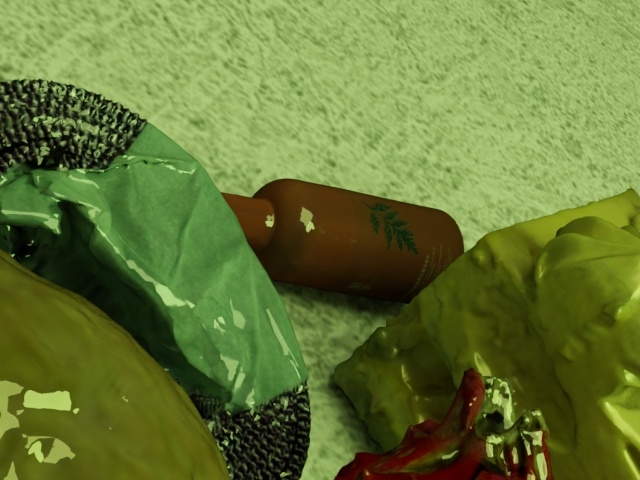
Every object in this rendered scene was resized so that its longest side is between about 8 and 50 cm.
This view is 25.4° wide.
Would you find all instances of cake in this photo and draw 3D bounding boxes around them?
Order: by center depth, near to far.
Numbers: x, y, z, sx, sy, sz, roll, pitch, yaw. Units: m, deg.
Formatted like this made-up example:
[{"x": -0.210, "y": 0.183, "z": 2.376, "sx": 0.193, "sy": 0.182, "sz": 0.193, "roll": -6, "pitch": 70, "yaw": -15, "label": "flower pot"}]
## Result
[{"x": 0.190, "y": 0.097, "z": 1.015, "sx": 0.227, "sy": 0.286, "sz": 0.222, "roll": -16, "pitch": 72, "yaw": -49, "label": "cake"}]

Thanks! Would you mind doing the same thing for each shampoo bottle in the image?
[{"x": -0.001, "y": -0.001, "z": 1.076, "sx": 0.244, "sy": 0.085, "sz": 0.085, "roll": 8, "pitch": 54, "yaw": -40, "label": "shampoo bottle"}]

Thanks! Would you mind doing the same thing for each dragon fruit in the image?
[{"x": 0.070, "y": 0.207, "z": 0.831, "sx": 0.210, "sy": 0.268, "sz": 0.205, "roll": 22, "pitch": 7, "yaw": 13, "label": "dragon fruit"}]

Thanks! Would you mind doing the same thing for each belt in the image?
[{"x": -0.144, "y": 0.052, "z": 0.868, "sx": 0.325, "sy": 0.122, "sz": 0.260, "roll": 50, "pitch": 43, "yaw": -2, "label": "belt"}]

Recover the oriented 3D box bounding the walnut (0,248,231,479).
[{"x": -0.212, "y": 0.134, "z": 0.610, "sx": 0.344, "sy": 0.306, "sz": 0.306, "roll": 33, "pitch": 41, "yaw": -8, "label": "walnut"}]
